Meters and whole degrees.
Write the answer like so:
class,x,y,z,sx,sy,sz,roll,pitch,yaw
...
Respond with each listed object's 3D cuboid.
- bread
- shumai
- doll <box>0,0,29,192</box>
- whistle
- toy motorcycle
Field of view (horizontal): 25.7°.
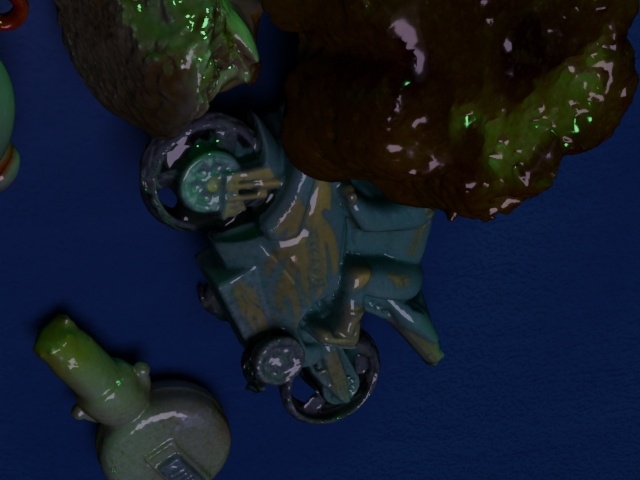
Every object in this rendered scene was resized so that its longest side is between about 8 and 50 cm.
class,x,y,z,sx,sy,sz,roll,pitch,yaw
bread,0.090,-0.124,0.878,0.247,0.135,0.232,-20,117,-26
shumai,-0.087,-0.135,0.848,0.116,0.145,0.145,-29,134,-29
doll,-0.295,-0.036,0.844,0.336,0.105,0.200,-40,128,12
whistle,-0.142,0.128,1.050,0.104,0.057,0.198,-33,130,5
toy motorcycle,0.001,0.001,0.990,0.198,0.109,0.296,-30,128,-9
